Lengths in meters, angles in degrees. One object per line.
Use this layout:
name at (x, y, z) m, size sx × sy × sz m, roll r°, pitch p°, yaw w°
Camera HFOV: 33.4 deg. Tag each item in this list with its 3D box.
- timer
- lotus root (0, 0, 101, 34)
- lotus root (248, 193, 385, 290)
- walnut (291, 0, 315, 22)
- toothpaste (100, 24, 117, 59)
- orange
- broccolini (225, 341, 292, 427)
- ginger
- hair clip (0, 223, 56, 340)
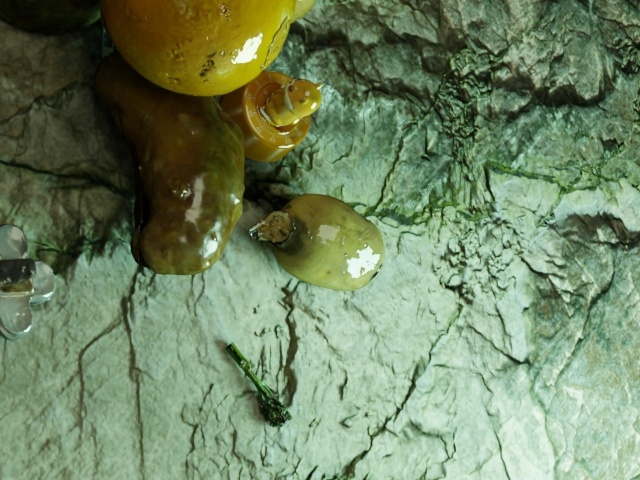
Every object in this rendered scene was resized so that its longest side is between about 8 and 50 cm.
timer at (-0.050, -0.190, 1.503) m, size 0.132 × 0.152 × 0.132 m, roll 8°, pitch 76°, yaw -33°
lotus root at (-0.363, -0.362, 1.347) m, size 0.235 × 0.119 × 0.138 m, roll 43°, pitch 54°, yaw -21°
lotus root at (0.000, 0.000, 1.523) m, size 0.221 × 0.118 × 0.125 m, roll 23°, pitch 51°, yaw -31°
walnut at (-0.098, -0.392, 1.489) m, size 0.222 × 0.195 × 0.195 m, roll 41°, pitch 60°, yaw -27°
toothpaste at (-0.212, -0.256, 1.480) m, size 0.197 × 0.035 × 0.057 m, roll 8°, pitch 70°, yaw -30°
orange at (-0.144, -0.298, 1.291) m, size 0.246 × 0.246 × 0.246 m, roll 8°, pitch 76°, yaw -33°
broccolini at (-0.091, 0.202, 1.476) m, size 0.035 × 0.030 × 0.140 m, roll -37°, pitch 99°, yaw 3°
ginger at (-0.187, -0.104, 1.389) m, size 0.172 × 0.165 × 0.321 m, roll -6°, pitch 67°, yaw -28°
hair clip at (-0.433, 0.048, 1.248) m, size 0.257 × 0.075 × 0.146 m, roll -2°, pitch 79°, yaw -28°
